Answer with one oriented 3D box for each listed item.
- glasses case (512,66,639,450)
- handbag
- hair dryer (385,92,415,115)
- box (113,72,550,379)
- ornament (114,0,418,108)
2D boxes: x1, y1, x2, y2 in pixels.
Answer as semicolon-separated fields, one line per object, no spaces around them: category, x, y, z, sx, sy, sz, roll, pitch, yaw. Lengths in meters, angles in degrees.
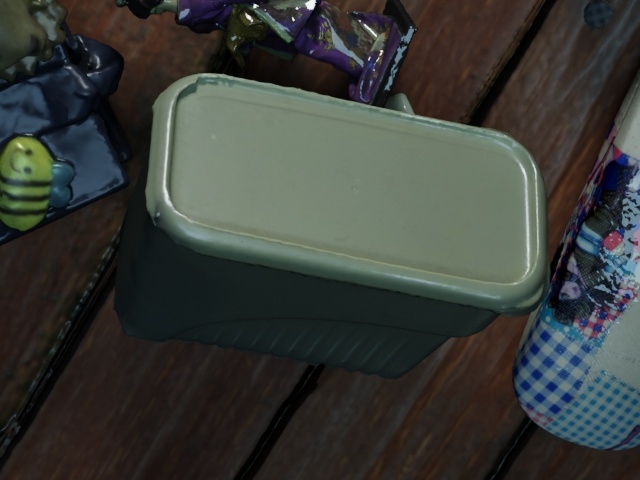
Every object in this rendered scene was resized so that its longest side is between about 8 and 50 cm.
glasses case;0.242;0.000;1.307;0.125;0.076;0.327;19;108;-7
handbag;-0.314;-0.117;1.219;0.329;0.122;0.303;-23;109;4
hair dryer;0.051;-0.041;1.310;0.063;0.038;0.124;-19;117;6
box;0.000;0.000;1.228;0.274;0.138;0.178;12;150;-15
ornament;-0.043;-0.153;1.239;0.203;0.081;0.088;18;107;-7
